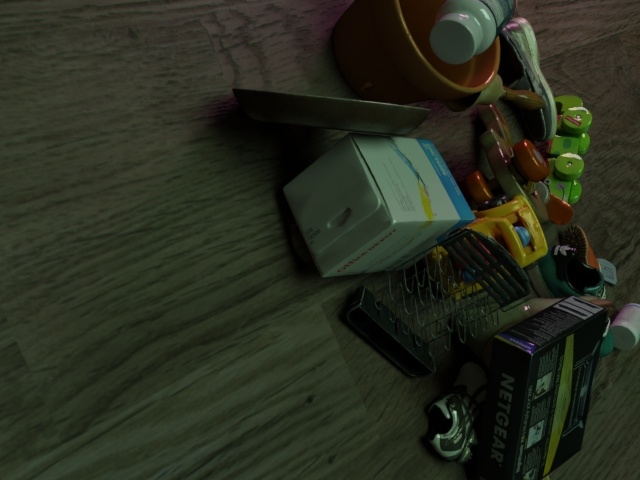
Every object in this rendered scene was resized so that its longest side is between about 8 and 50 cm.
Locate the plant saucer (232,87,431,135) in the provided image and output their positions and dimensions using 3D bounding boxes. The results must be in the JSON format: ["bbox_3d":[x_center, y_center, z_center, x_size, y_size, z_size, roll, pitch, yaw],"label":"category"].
[{"bbox_3d":[0.016,-0.198,1.376,0.311,0.311,0.050,-3,101,-44],"label":"plant saucer"}]

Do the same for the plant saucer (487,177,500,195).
[{"bbox_3d":[0.366,-0.093,1.856,0.083,0.015,0.083,17,64,-39],"label":"plant saucer"}]

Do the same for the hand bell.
[{"bbox_3d":[0.370,-0.296,1.783,0.242,0.126,0.126,9,69,-37],"label":"hand bell"}]

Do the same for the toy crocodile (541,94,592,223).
[{"bbox_3d":[0.553,-0.194,2.013,0.115,0.105,0.340,68,35,-58],"label":"toy crocodile"}]

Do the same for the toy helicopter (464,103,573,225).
[{"bbox_3d":[0.393,-0.160,1.793,0.235,0.140,0.355,38,29,-33],"label":"toy helicopter"}]

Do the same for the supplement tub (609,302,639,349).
[{"bbox_3d":[0.716,0.199,2.048,0.107,0.071,0.071,-39,103,-44],"label":"supplement tub"}]

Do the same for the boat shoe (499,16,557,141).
[{"bbox_3d":[0.449,-0.351,1.976,0.092,0.103,0.285,-21,101,-23],"label":"boat shoe"}]

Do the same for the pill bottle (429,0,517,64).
[{"bbox_3d":[0.255,-0.374,1.493,0.108,0.108,0.180,53,47,-16],"label":"pill bottle"}]

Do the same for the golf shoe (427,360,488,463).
[{"bbox_3d":[0.242,0.289,1.557,0.094,0.077,0.198,39,51,-27],"label":"golf shoe"}]

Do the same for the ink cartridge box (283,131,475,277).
[{"bbox_3d":[0.095,-0.057,1.434,0.233,0.171,0.168,-3,62,-50],"label":"ink cartridge box"}]

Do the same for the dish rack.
[{"bbox_3d":[0.202,0.101,1.458,0.208,0.272,0.074,42,32,-28],"label":"dish rack"}]

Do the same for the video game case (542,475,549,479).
[{"bbox_3d":[0.397,0.570,1.643,0.206,0.026,0.226,-16,86,-45],"label":"video game case"}]

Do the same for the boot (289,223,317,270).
[{"bbox_3d":[0.000,0.000,1.456,0.118,0.042,0.087,-16,79,-52],"label":"boot"}]

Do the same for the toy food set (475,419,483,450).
[{"bbox_3d":[0.314,0.371,1.636,0.082,0.020,0.083,51,48,-18],"label":"toy food set"}]

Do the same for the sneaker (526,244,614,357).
[{"bbox_3d":[0.565,0.134,1.889,0.302,0.121,0.108,50,48,-19],"label":"sneaker"}]

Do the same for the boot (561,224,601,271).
[{"bbox_3d":[0.597,0.037,2.006,0.085,0.059,0.157,-19,97,-49],"label":"boot"}]

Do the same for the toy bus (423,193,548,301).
[{"bbox_3d":[0.294,0.015,1.554,0.211,0.220,0.149,-43,109,-85],"label":"toy bus"}]

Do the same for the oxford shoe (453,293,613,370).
[{"bbox_3d":[0.426,0.148,1.720,0.397,0.140,0.146,-5,36,-42],"label":"oxford shoe"}]

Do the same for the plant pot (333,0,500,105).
[{"bbox_3d":[0.161,-0.374,1.625,0.291,0.204,0.290,17,64,-40],"label":"plant pot"}]

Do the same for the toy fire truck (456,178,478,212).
[{"bbox_3d":[0.285,-0.020,1.729,0.135,0.047,0.192,-19,90,-47],"label":"toy fire truck"}]

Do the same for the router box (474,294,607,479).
[{"bbox_3d":[0.390,0.278,1.562,0.243,0.081,0.308,-19,121,-41],"label":"router box"}]

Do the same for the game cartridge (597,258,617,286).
[{"bbox_3d":[0.674,0.073,2.092,0.083,0.017,0.056,21,66,-38],"label":"game cartridge"}]
